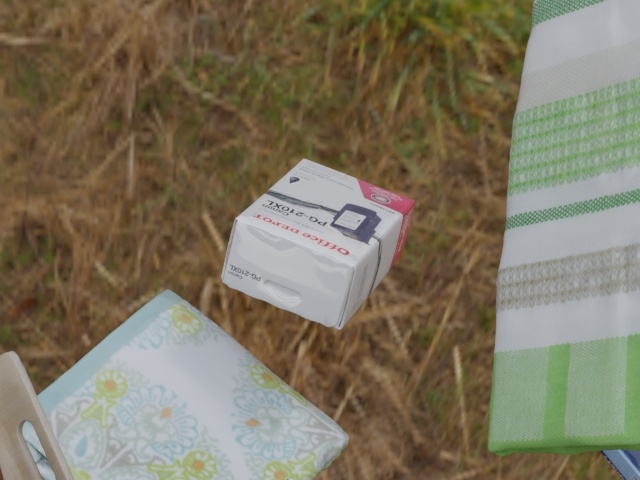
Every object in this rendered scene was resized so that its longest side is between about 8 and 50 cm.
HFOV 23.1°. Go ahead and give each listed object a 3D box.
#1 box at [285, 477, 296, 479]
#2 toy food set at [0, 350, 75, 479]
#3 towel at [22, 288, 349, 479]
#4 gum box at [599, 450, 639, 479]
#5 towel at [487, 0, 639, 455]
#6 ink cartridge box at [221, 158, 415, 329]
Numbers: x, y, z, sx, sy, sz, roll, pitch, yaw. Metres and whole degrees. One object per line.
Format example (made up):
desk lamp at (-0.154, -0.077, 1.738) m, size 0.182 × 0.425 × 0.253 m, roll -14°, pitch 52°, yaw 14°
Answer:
box at (0.045, 0.468, 1.508) m, size 0.395 × 0.212 × 0.293 m, roll 30°, pitch 55°, yaw -10°
toy food set at (-0.381, 0.243, 1.495) m, size 0.306 × 0.092 × 0.220 m, roll -15°, pitch 75°, yaw -45°
towel at (-0.184, 0.258, 1.943) m, size 0.320 × 0.090 × 0.374 m, roll 41°, pitch 46°, yaw 7°
gum box at (0.260, 0.098, 0.894) m, size 0.184 × 0.041 × 0.157 m, roll -36°, pitch 77°, yaw -11°
towel at (0.097, -0.014, 0.448) m, size 0.023 × 0.113 × 0.152 m, roll 18°, pitch 72°, yaw -34°
ink cartridge box at (0.000, 0.000, 2.046) m, size 0.172 × 0.100 × 0.237 m, roll 21°, pitch 29°, yaw 13°
